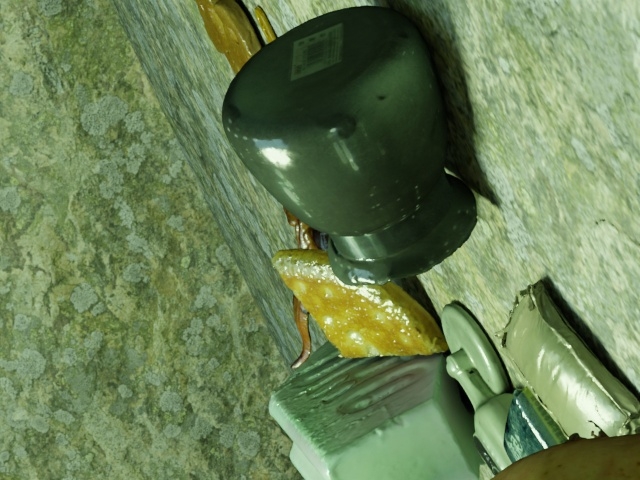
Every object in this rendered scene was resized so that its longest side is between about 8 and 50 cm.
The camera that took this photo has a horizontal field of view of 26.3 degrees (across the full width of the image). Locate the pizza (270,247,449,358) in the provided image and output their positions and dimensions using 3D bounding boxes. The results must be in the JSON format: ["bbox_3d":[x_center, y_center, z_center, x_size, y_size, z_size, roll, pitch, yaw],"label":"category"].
[{"bbox_3d":[0.057,0.102,1.987,0.292,0.058,0.197,26,142,16],"label":"pizza"}]

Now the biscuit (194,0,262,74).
[{"bbox_3d":[-0.138,-0.332,2.171,0.249,0.035,0.184,46,162,56],"label":"biscuit"}]

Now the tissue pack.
[{"bbox_3d":[0.298,0.285,1.500,0.257,0.081,0.185,58,168,24],"label":"tissue pack"}]

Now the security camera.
[{"bbox_3d":[0.217,0.214,1.751,0.301,0.080,0.157,59,171,32],"label":"security camera"}]

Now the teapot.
[{"bbox_3d":[0.033,-0.091,1.474,0.285,0.223,0.305,60,170,-32],"label":"teapot"}]

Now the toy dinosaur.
[{"bbox_3d":[0.000,0.000,2.086,0.432,0.097,0.208,111,143,-53],"label":"toy dinosaur"}]

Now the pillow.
[{"bbox_3d":[0.252,0.139,1.399,0.208,0.053,0.119,55,154,33],"label":"pillow"}]

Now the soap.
[{"bbox_3d":[0.081,0.262,2.009,0.156,0.261,0.446,64,171,-14],"label":"soap"}]

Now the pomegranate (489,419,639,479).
[{"bbox_3d":[0.258,0.303,1.174,0.338,0.338,0.338,59,170,18],"label":"pomegranate"}]

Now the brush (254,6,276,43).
[{"bbox_3d":[-0.032,-0.220,2.004,0.272,0.013,0.103,63,170,-1],"label":"brush"}]
